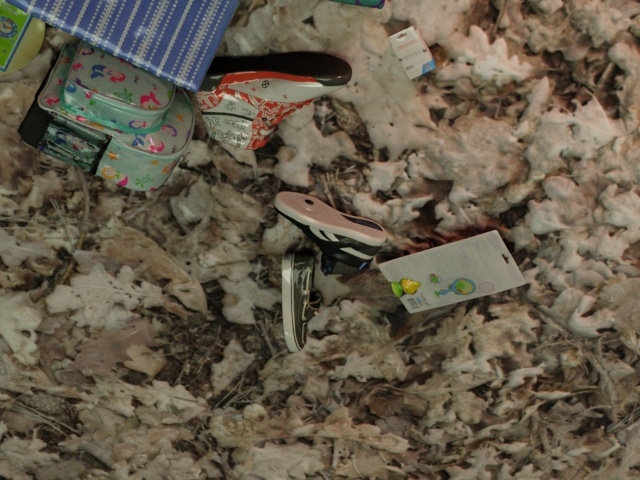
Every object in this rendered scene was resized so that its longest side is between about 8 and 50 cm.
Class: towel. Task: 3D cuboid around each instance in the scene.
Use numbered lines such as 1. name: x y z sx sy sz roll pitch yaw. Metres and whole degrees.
1. towel: -0.293 -0.408 1.634 0.336 0.040 0.243 25 96 -11

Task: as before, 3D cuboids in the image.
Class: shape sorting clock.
1. shape sorting clock: -0.554 -0.373 1.745 0.206 0.040 0.206 4 123 7

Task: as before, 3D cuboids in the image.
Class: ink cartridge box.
1. ink cartridge box: 0.148 -0.311 1.720 0.048 0.028 0.083 -22 120 19

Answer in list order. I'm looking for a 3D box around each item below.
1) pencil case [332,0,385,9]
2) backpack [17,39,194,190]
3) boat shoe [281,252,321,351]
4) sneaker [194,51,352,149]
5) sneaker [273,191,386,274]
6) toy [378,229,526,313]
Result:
1. pencil case: 0.032 -0.407 1.644 0.152 0.064 0.070 11 141 -2
2. backpack: -0.331 -0.209 1.727 0.253 0.225 0.191 29 128 -18
3. boat shoe: -0.034 0.124 2.012 0.070 0.078 0.219 2 123 6
4. sneaker: -0.074 -0.230 1.766 0.270 0.090 0.145 0 126 11
5. sneaker: 0.000 0.000 1.921 0.217 0.079 0.121 21 123 -10
6. toy: 0.242 0.049 1.944 0.237 0.056 0.137 -19 124 24
